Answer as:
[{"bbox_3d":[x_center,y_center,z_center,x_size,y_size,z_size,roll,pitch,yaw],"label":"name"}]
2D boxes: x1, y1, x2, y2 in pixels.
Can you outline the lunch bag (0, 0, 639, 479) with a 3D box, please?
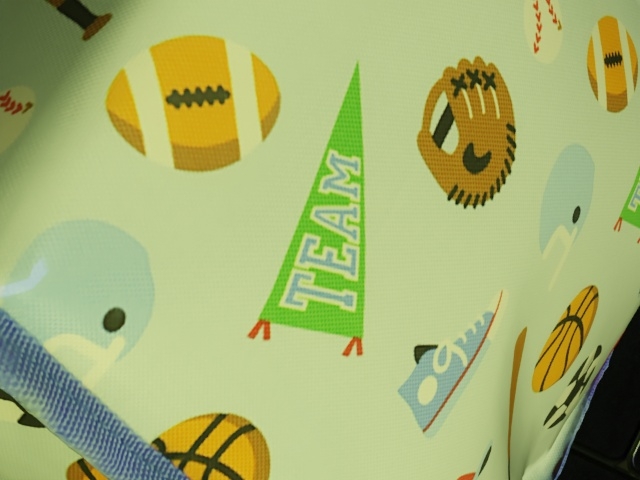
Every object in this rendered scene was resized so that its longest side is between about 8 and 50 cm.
[{"bbox_3d":[0.000,0.000,0.563,0.385,0.239,0.327,47,64,-39],"label":"lunch bag"}]
